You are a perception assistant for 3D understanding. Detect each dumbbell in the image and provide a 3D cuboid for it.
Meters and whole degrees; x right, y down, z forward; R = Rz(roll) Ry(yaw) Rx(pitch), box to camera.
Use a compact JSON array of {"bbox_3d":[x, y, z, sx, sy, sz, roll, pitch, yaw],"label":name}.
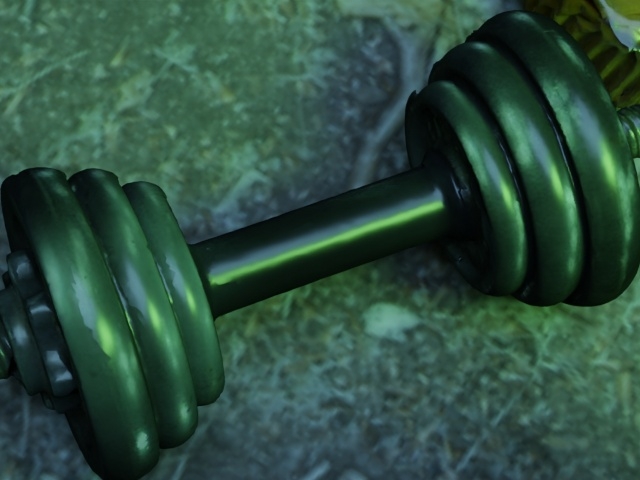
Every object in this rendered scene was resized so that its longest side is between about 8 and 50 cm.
[{"bbox_3d":[0.000,0.000,0.938,0.406,0.179,0.179,-19,76,-13],"label":"dumbbell"}]

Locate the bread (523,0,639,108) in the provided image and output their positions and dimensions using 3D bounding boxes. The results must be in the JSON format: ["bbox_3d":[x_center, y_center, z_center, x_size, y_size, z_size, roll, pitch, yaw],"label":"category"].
[{"bbox_3d":[0.219,-0.169,1.061,0.199,0.104,0.199,3,68,-9],"label":"bread"}]
